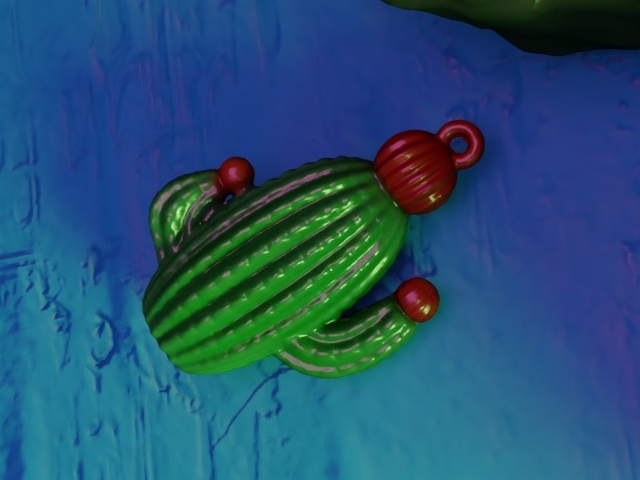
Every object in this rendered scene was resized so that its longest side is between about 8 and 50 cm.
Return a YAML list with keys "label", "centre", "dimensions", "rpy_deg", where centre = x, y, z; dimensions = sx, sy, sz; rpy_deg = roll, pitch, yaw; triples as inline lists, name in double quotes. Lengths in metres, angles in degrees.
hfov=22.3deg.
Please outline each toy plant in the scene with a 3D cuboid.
- label: "toy plant"
  centre: [-0.003, 0.014, 1.058]
  dimensions: [0.240, 0.088, 0.155]
  rpy_deg: [-8, 92, 12]

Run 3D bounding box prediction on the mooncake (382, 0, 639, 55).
- label: "mooncake"
  centre: [0.140, -0.289, 0.944]
  dimensions: [0.356, 0.194, 0.356]
  rpy_deg: [1, 92, 33]
